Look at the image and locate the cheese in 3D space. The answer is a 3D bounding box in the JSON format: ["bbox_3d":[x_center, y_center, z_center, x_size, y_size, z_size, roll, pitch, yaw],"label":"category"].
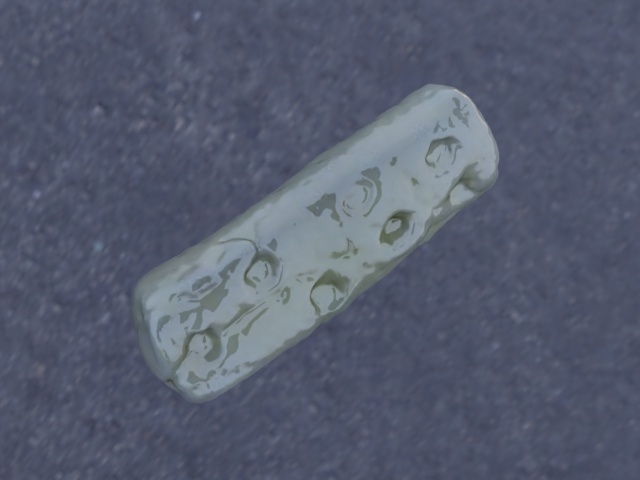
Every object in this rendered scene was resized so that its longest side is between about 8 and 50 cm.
[{"bbox_3d":[0.000,0.000,0.832,0.194,0.043,0.065,-35,107,-21],"label":"cheese"}]
